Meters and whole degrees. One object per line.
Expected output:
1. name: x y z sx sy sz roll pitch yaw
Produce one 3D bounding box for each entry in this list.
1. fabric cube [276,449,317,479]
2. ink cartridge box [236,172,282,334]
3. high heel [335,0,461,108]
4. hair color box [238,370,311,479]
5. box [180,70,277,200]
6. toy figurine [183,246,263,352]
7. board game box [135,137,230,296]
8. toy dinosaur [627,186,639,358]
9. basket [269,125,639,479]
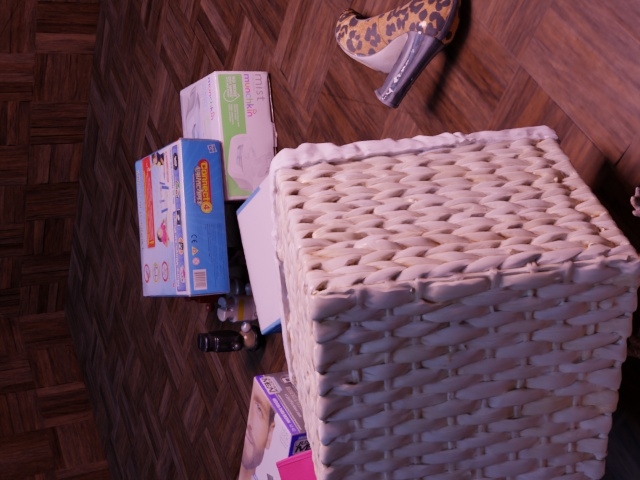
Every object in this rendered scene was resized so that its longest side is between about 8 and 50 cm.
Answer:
1. fabric cube: 0.132 0.376 1.103 0.254 0.259 0.258 -38 64 51
2. ink cartridge box: 0.052 0.003 1.175 0.198 0.270 0.197 -39 60 57
3. high heel: 0.116 -0.335 1.217 0.186 0.093 0.261 -55 37 27
4. hair color box: -0.078 0.457 1.680 0.185 0.110 0.338 47 133 49
5. box: -0.194 -0.209 1.742 0.231 0.127 0.261 0 95 63
6. toy figurine: -0.187 0.126 1.786 0.209 0.148 0.213 -57 45 42
7. board game box: -0.295 -0.036 1.714 0.302 0.086 0.308 -7 86 61
8. toy dinosaur: 0.392 0.050 0.725 0.200 0.127 0.295 22 120 51
9. basket: 0.123 0.084 0.884 0.266 0.332 0.328 -102 8 -58
